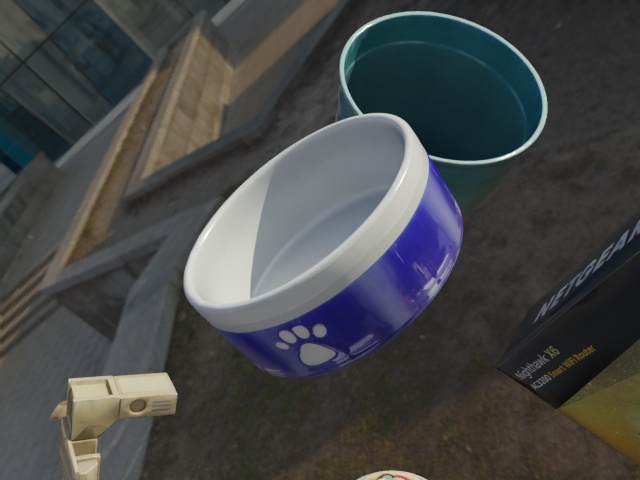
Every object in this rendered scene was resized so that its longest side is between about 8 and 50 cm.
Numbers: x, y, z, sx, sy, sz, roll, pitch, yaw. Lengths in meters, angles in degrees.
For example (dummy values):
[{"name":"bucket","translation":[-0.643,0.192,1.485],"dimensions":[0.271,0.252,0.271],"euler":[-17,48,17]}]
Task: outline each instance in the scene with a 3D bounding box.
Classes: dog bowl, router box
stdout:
[{"name":"dog bowl","translation":[0.000,0.000,0.680],"dimensions":[0.265,0.104,0.265],"euler":[-29,29,18]},{"name":"router box","translation":[0.304,0.089,0.511],"dimensions":[0.081,0.243,0.308],"euler":[-50,-11,-28]}]

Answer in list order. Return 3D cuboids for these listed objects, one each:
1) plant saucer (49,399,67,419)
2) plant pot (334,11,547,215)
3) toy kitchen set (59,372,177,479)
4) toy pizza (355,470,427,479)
[{"name":"plant saucer","translation":[-0.287,0.200,0.848],"dimensions":[0.084,0.015,0.083],"euler":[-8,-2,0]},{"name":"plant pot","translation":[0.140,-0.134,0.988],"dimensions":[0.255,0.272,0.271],"euler":[105,-169,-56]},{"name":"toy kitchen set","translation":[-0.144,0.150,0.501],"dimensions":[0.068,0.075,0.083],"euler":[37,122,57]},{"name":"toy pizza","translation":[0.101,0.421,1.022],"dimensions":[0.201,0.032,0.201],"euler":[-8,36,6]}]
